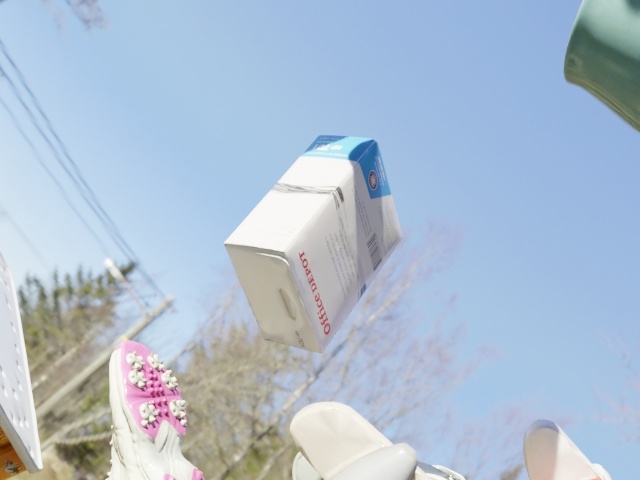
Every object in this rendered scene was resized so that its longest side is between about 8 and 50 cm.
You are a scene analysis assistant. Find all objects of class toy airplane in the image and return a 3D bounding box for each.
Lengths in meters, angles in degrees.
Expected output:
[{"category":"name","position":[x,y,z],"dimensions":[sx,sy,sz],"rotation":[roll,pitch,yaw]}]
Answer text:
[{"category":"toy airplane","position":[0.145,0.359,0.917],"dimensions":[0.385,0.272,0.385],"rotation":[10,-63,20]}]

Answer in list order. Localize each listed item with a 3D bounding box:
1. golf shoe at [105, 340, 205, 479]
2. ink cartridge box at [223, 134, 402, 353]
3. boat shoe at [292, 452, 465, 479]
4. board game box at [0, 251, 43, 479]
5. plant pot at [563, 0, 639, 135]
[{"category":"golf shoe","position":[-0.235,0.277,1.214],"dimensions":[0.115,0.140,0.306],"rotation":[26,36,-53]},{"category":"ink cartridge box","position":[0.000,0.000,0.988],"dimensions":[0.082,0.191,0.140],"rotation":[11,-45,34]},{"category":"boat shoe","position":[0.095,0.384,1.466],"dimensions":[0.302,0.114,0.091],"rotation":[9,0,36]},{"category":"board game box","position":[-0.396,-0.010,0.950],"dimensions":[0.390,0.050,0.390],"rotation":[-126,-164,-54]},{"category":"plant pot","position":[0.450,-0.238,1.156],"dimensions":[0.255,0.272,0.272],"rotation":[27,-26,22]}]
